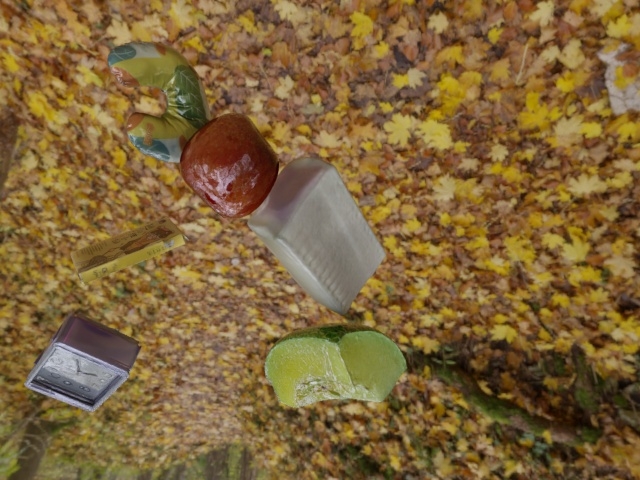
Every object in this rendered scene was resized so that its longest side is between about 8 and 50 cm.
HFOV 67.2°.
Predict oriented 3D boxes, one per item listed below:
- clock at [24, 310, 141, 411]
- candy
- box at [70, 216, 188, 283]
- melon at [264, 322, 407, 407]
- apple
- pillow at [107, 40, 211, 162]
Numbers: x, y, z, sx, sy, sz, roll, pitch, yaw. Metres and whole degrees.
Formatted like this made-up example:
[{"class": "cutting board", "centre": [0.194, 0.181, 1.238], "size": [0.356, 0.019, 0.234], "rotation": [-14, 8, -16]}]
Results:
[{"class": "clock", "centre": [-0.443, 0.230, 0.895], "size": [0.144, 0.073, 0.193], "rotation": [33, 126, -22]}, {"class": "candy", "centre": [0.000, -0.002, 1.129], "size": [0.145, 0.208, 0.359], "rotation": [22, 158, 42]}, {"class": "box", "centre": [-0.266, 0.010, 0.673], "size": [0.149, 0.073, 0.020], "rotation": [-25, 123, -25]}, {"class": "melon", "centre": [0.007, 0.330, 1.257], "size": [0.343, 0.226, 0.331], "rotation": [-5, 163, 38]}, {"class": "apple", "centre": [-0.167, -0.138, 0.908], "size": [0.168, 0.181, 0.181], "rotation": [-38, 140, 2]}, {"class": "pillow", "centre": [-0.309, -0.271, 0.953], "size": [0.086, 0.234, 0.214], "rotation": [1, -165, 34]}]
